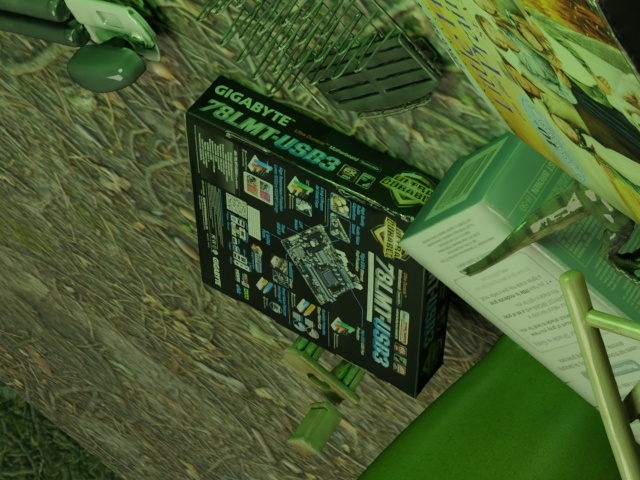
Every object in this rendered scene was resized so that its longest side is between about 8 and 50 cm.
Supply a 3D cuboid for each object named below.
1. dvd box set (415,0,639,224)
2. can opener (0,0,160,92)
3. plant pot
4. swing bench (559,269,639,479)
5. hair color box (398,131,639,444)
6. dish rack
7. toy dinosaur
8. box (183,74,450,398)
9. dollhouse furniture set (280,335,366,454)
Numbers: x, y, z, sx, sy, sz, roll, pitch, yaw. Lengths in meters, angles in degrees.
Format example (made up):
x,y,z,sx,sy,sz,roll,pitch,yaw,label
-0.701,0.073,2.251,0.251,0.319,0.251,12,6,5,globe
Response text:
x,y,z,sx,sy,sz,roll,pitch,yaw,label
0.172,-0.131,1.237,0.307,0.062,0.420,52,177,-32,dvd box set
-0.282,-0.221,1.868,0.283,0.095,0.076,16,150,38,can opener
0.209,0.286,1.849,0.366,0.353,0.366,30,157,14,plant pot
0.322,0.107,1.362,0.165,0.253,0.255,17,125,39,swing bench
0.274,0.061,1.629,0.374,0.113,0.185,40,157,-9,hair color box
-0.028,-0.196,1.592,0.271,0.074,0.208,44,157,-21,dish rack
0.247,-0.032,1.462,0.118,0.064,0.268,32,122,-26,toy dinosaur
0.000,0.000,1.888,0.293,0.073,0.295,26,146,20,box
0.026,0.139,2.034,0.101,0.182,0.161,41,157,-15,dollhouse furniture set
